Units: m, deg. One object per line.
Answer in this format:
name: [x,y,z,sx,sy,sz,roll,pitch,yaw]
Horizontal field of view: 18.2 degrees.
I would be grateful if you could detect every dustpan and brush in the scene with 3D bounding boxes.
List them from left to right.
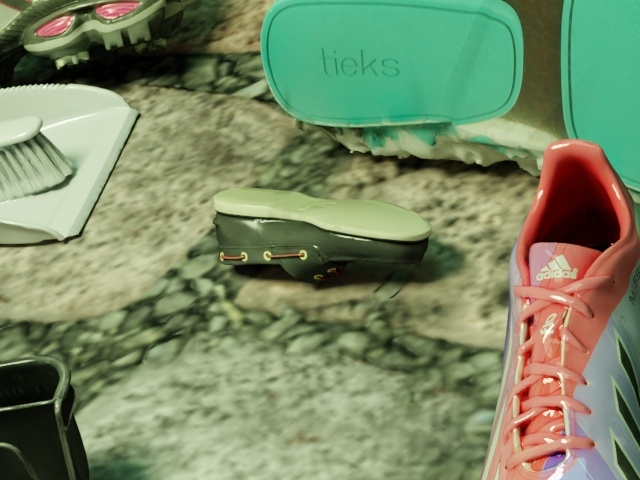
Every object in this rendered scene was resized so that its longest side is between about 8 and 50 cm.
dustpan and brush: [-0.234,-0.052,1.225,0.211,0.060,0.147,-7,35,20]

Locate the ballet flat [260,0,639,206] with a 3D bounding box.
ballet flat: [0.145,-0.101,1.034,0.409,0.147,0.147,14,46,42]

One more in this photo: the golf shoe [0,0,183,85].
golf shoe: [-0.229,-0.151,1.296,0.272,0.120,0.105,-16,2,3]

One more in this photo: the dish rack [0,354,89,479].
dish rack: [-0.215,0.173,0.870,0.208,0.074,0.271,-12,34,15]

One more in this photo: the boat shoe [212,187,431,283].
boat shoe: [0.001,0.000,1.040,0.133,0.042,0.049,7,16,35]

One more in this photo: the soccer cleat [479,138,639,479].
soccer cleat: [0.105,0.057,0.844,0.083,0.095,0.248,-8,34,19]
